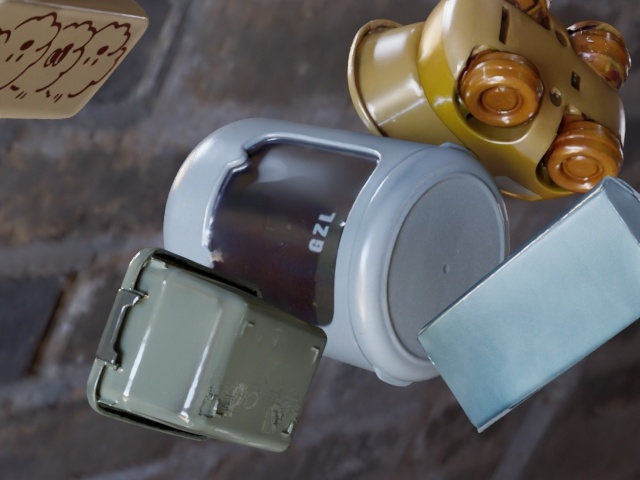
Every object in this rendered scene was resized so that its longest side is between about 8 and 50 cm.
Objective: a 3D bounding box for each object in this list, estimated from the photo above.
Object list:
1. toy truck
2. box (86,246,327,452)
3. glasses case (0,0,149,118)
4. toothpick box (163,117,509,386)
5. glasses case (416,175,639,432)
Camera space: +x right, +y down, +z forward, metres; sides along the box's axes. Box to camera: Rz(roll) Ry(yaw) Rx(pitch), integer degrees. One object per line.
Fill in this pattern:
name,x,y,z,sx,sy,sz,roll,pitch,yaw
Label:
toy truck,0.194,-0.160,2.100,0.288,0.211,0.204,35,45,-28
box,-0.072,0.085,1.368,0.093,0.124,0.172,18,-3,31
glasses case,-0.282,-0.186,1.791,0.076,0.144,0.336,45,16,11
toothpick box,0.000,0.000,2.023,0.355,0.263,0.263,14,12,39
glasses case,0.189,0.051,1.573,0.056,0.266,0.105,-24,77,-41
